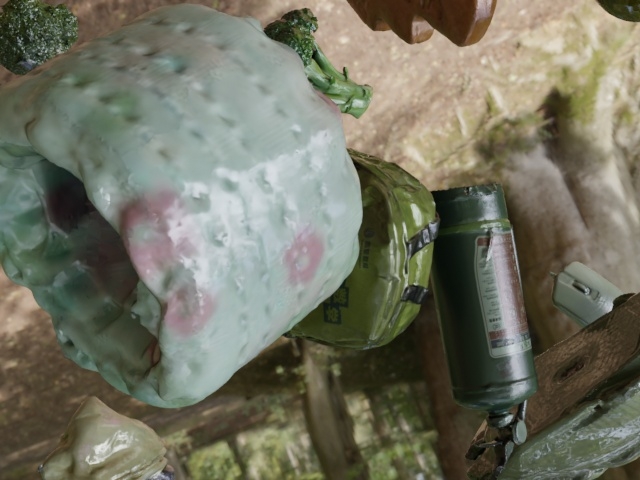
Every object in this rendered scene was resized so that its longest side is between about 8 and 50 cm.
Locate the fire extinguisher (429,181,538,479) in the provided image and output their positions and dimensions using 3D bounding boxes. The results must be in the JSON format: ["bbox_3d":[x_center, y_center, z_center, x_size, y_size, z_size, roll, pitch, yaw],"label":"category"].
[{"bbox_3d":[0.168,0.091,0.901,0.093,0.294,0.118,-12,176,41],"label":"fire extinguisher"}]

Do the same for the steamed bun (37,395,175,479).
[{"bbox_3d":[-0.385,0.453,1.593,0.275,0.206,0.320,-62,176,-57],"label":"steamed bun"}]

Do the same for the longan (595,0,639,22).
[{"bbox_3d":[0.469,-0.399,1.286,0.176,0.145,0.154,-14,127,-10],"label":"longan"}]

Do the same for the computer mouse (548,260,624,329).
[{"bbox_3d":[0.431,0.098,1.394,0.089,0.182,0.056,-59,-164,-20],"label":"computer mouse"}]

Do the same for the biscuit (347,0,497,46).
[{"bbox_3d":[0.094,-0.324,0.948,0.043,0.283,0.306,-5,176,-28],"label":"biscuit"}]

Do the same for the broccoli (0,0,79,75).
[{"bbox_3d":[-0.488,-0.349,1.505,0.162,0.137,0.146,-20,145,22],"label":"broccoli"}]

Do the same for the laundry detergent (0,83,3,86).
[{"bbox_3d":[-0.530,-0.204,1.325,0.091,0.253,0.181,-37,-153,13],"label":"laundry detergent"}]

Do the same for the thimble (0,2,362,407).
[{"bbox_3d":[-0.092,-0.026,0.495,0.149,0.211,0.185,-37,146,-34],"label":"thimble"}]

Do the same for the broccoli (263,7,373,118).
[{"bbox_3d":[-0.029,-0.322,1.759,0.269,0.269,0.254,-20,-173,-13],"label":"broccoli"}]

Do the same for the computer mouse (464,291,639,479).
[{"bbox_3d":[0.392,0.233,1.269,0.429,0.145,0.228,-42,-168,27],"label":"computer mouse"}]

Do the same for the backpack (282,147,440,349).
[{"bbox_3d":[0.000,0.000,0.861,0.253,0.207,0.140,18,-162,41],"label":"backpack"}]
